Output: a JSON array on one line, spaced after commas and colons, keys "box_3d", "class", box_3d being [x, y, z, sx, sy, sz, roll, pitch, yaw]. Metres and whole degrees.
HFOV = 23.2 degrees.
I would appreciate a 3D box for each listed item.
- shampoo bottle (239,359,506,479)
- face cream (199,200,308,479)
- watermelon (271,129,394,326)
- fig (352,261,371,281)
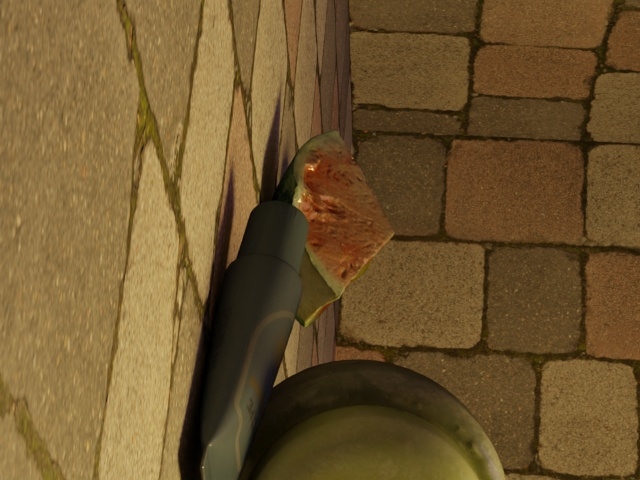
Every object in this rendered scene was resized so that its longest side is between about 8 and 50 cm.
[{"box_3d": [0.040, 0.290, 1.710, 0.317, 0.322, 0.322, -123, -144, -83], "class": "shampoo bottle"}, {"box_3d": [-0.077, 0.116, 1.617, 0.135, 0.086, 0.385, 89, 10, -47], "class": "face cream"}, {"box_3d": [0.000, 0.000, 2.125, 0.260, 0.176, 0.256, -32, 120, -58], "class": "watermelon"}, {"box_3d": [0.010, 0.002, 2.315, 0.165, 0.154, 0.144, 30, -38, 44], "class": "fig"}]
